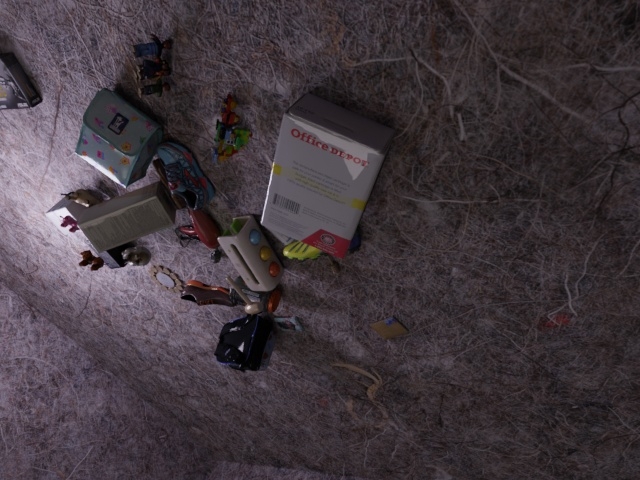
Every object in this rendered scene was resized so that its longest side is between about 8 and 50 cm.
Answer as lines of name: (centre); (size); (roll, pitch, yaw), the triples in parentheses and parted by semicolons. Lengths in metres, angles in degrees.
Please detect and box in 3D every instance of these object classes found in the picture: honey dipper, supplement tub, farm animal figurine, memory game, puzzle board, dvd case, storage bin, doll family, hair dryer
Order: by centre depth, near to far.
doll family: (-0.475, -0.497, 1.357); (0.076, 0.111, 0.193); (61, 153, 14)
supplement tub: (-0.136, -0.041, 1.645); (0.107, 0.071, 0.071); (45, 136, -17)
honey dipper: (0.025, 0.052, 1.682); (0.030, 0.030, 0.161); (-8, 124, 34)
hair dryer: (-0.486, -0.029, 1.841); (0.223, 0.080, 0.294); (25, 138, 5)
puzzle board: (0.268, 0.342, 1.848); (0.096, 0.011, 0.128); (44, 136, -15)
farm animal figurine: (-0.865, -0.051, 1.938); (0.326, 0.172, 0.331); (-4, 98, -3)
supplement tub: (-0.266, 0.223, 1.942); (0.190, 0.117, 0.117); (16, 137, 14)
dvd case: (-0.139, 0.368, 2.093); (0.119, 0.013, 0.087); (-5, 128, 31)
storage bin: (-0.920, 0.026, 2.098); (0.084, 0.122, 0.180); (-7, 127, 33)
memory game: (-0.727, 0.184, 2.232); (0.186, 0.012, 0.186); (15, 136, 14)

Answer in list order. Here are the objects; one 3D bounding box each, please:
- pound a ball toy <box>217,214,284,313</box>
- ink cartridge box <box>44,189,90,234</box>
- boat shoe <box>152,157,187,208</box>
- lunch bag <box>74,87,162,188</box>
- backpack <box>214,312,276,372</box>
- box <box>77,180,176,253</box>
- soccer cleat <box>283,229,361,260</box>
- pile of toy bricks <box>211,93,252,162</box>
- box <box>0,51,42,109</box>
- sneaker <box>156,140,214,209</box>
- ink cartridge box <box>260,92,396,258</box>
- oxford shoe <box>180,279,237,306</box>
pound a ball toy: (-0.246, 0.093, 1.735); (0.135, 0.208, 0.319); (-4, 128, 32)
ink cartridge box: (-1.047, -0.118, 2.021); (0.176, 0.128, 0.127); (-6, 128, 34)
boat shoe: (-0.521, -0.211, 1.697); (0.073, 0.073, 0.207); (-25, 128, 0)
lunch bag: (-0.665, -0.343, 1.575); (0.223, 0.160, 0.262); (37, 127, -4)
backpack: (-0.344, 0.468, 2.143); (0.263, 0.277, 0.213); (-9, 140, 38)
box: (-0.715, -0.087, 1.766); (0.310, 0.121, 0.148); (-19, 126, 1)
soccer cleat: (0.001, 0.000, 1.598); (0.289, 0.093, 0.121); (-9, 95, 27)
pile of toy bricks: (-0.258, -0.319, 1.429); (0.105, 0.118, 0.212); (4, 133, -21)
box: (-1.132, -0.561, 1.685); (0.230, 0.056, 0.183); (5, 134, 24)
sneaker: (-0.470, -0.215, 1.613); (0.104, 0.125, 0.262); (-14, 123, 37)
ink cartridge box: (0.014, -0.174, 1.339); (0.279, 0.160, 0.385); (24, 132, 5)
oxford shoe: (-0.497, 0.263, 2.119); (0.271, 0.098, 0.097); (11, 136, 19)
